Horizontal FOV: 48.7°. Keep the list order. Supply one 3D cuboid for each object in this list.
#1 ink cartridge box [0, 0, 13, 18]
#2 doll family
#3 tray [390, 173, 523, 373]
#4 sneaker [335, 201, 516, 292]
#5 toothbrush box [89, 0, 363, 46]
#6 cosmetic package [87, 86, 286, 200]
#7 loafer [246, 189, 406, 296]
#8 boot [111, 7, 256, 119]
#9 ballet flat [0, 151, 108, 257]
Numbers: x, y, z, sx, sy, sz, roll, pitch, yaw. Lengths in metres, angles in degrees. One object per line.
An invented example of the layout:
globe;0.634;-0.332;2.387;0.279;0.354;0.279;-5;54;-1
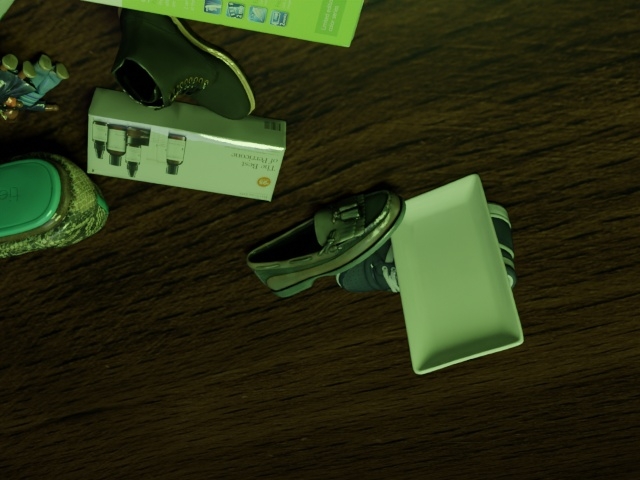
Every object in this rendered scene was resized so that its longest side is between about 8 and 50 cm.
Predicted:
ink cartridge box;-0.402;-0.281;0.576;0.211;0.122;0.289;-37;104;31
doll family;-0.384;-0.187;0.803;0.111;0.076;0.193;-36;132;26
tray;0.174;0.042;0.946;0.145;0.271;0.030;-21;141;20
sneaker;0.152;0.053;1.044;0.282;0.153;0.099;-20;135;19
toothbrush box;-0.085;-0.315;0.636;0.283;0.122;0.206;6;138;-11
cosmetic package;-0.170;-0.118;0.902;0.238;0.061;0.099;8;139;-12
loafer;0.000;0.000;1.026;0.084;0.096;0.267;36;128;-29
boot;-0.153;-0.168;0.787;0.076;0.137;0.198;-30;133;28
ballet flat;-0.514;-0.014;0.944;0.482;0.164;0.182;-6;166;5
